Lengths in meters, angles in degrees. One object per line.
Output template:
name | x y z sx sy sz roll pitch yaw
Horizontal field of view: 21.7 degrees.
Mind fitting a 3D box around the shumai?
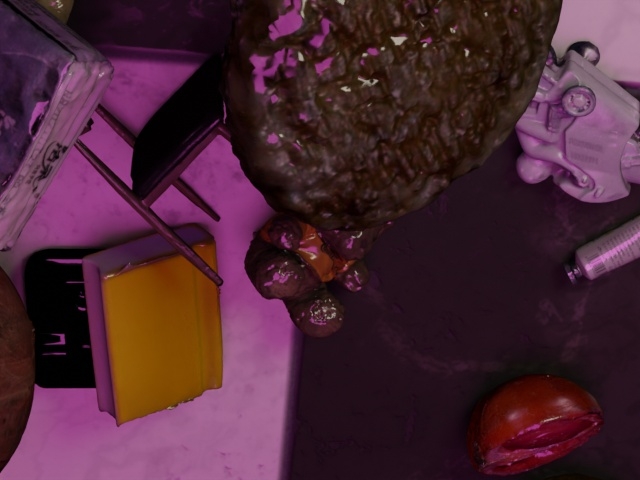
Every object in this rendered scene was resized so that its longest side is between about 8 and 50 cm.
shumai | 0.026 -0.250 1.730 0.395 0.348 0.395 -17 131 -21

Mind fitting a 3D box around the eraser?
eraser | -0.198 0.100 2.024 0.158 0.069 0.226 -18 123 -26

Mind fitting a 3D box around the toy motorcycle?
toy motorcycle | 0.286 -0.127 1.939 0.260 0.110 0.171 32 124 -12

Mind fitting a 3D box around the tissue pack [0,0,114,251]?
tissue pack | -0.414 -0.186 1.771 0.361 0.122 0.259 40 111 18

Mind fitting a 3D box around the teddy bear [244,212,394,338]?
teddy bear | 0.000 0.000 1.987 0.190 0.140 0.177 -41 139 10

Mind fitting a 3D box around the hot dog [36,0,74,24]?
hot dog | -0.349 -0.196 1.886 0.073 0.084 0.242 24 115 -10

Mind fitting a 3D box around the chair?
chair | -0.160 -0.114 1.883 0.272 0.188 0.166 38 110 -23

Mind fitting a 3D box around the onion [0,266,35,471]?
onion | -0.486 0.164 1.931 0.353 0.354 0.354 -1 118 -2

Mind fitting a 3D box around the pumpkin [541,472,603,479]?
pumpkin | 0.333 0.414 2.195 0.219 0.162 0.219 0 114 0

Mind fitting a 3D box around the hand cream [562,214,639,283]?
hand cream | 0.388 -0.004 2.043 0.194 0.042 0.067 -28 108 6

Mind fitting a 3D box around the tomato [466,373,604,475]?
tomato | 0.267 0.224 2.131 0.173 0.099 0.189 -16 158 -10

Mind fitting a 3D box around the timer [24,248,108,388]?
timer | -0.290 0.100 2.061 0.144 0.055 0.187 0 118 -2
